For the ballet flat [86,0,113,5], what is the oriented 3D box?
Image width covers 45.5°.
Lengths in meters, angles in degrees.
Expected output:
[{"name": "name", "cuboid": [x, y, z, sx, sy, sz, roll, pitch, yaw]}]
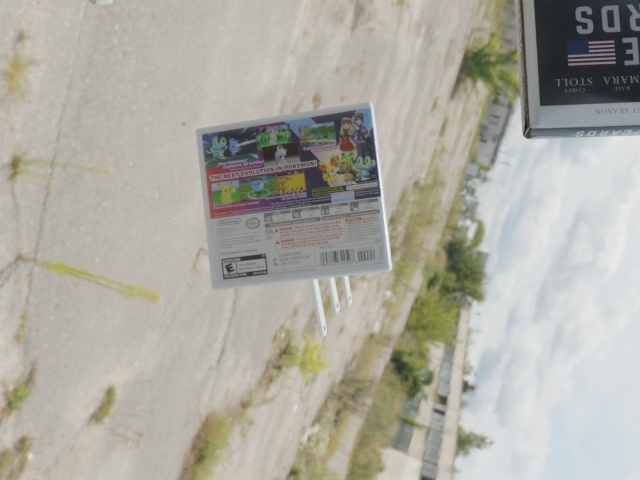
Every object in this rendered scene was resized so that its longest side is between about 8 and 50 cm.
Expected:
[{"name": "ballet flat", "cuboid": [-0.380, -0.473, 1.290, 0.342, 0.116, 0.124, -7, -79, 71]}]

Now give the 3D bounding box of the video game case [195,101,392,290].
[{"name": "video game case", "cuboid": [-0.031, -0.046, 0.837, 0.023, 0.201, 0.184, 8, 76, -78]}]

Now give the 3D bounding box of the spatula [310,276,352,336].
[{"name": "spatula", "cuboid": [0.000, 0.000, 1.054, 0.168, 0.019, 0.242, -44, 128, -65]}]

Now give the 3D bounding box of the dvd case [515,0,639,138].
[{"name": "dvd case", "cuboid": [0.232, -0.192, 0.551, 0.029, 0.179, 0.239, 62, 27, -77]}]
